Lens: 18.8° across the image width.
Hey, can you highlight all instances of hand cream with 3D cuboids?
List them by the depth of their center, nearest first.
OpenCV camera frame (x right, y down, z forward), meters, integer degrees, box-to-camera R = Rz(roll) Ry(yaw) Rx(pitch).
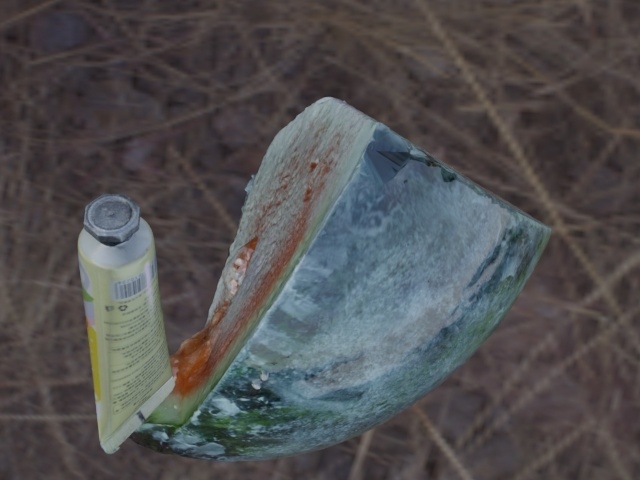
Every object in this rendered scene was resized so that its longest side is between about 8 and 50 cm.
[{"bbox_3d":[-0.060,0.025,0.588,0.035,0.022,0.102,-47,155,-31],"label":"hand cream"}]

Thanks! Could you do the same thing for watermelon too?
[{"bbox_3d":[0.000,0.000,1.238,0.320,0.213,0.289,-21,152,-13],"label":"watermelon"}]
